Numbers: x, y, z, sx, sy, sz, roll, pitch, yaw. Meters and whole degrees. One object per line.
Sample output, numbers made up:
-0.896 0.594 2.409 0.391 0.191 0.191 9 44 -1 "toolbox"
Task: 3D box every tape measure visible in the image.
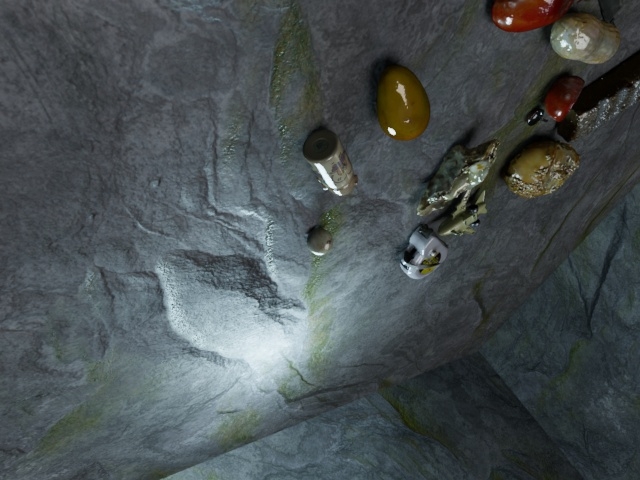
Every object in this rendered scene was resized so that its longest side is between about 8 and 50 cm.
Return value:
0.399 0.058 2.058 0.197 0.120 0.236 -49 143 9 "tape measure"

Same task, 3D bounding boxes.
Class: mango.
0.201 -0.337 1.324 0.138 0.113 0.253 -39 148 4 "mango"

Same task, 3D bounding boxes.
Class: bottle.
0.025 -0.188 1.374 0.110 0.097 0.209 -8 154 16 "bottle"

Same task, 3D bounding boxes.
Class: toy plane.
0.546 -0.087 2.017 0.244 0.092 0.229 -37 132 -20 "toy plane"

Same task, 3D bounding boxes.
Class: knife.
0.891 -0.701 1.613 0.072 0.019 0.245 -47 146 16 "knife"

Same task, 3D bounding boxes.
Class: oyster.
0.447 -0.216 1.747 0.166 0.110 0.341 -4 140 -34 "oyster"

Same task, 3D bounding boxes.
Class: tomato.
0.536 -0.601 1.273 0.200 0.139 0.233 -24 147 -32 "tomato"
0.797 -0.480 1.756 0.159 0.091 0.139 -51 169 -30 "tomato"

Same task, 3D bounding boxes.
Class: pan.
0.755 -0.428 1.843 0.115 0.023 0.068 1 133 -42 "pan"

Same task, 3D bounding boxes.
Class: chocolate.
0.771 -0.584 1.544 0.309 0.134 0.134 -4 137 -42 "chocolate"

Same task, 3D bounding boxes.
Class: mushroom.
0.000 0.000 1.639 0.085 0.085 0.079 -50 -179 23 "mushroom"

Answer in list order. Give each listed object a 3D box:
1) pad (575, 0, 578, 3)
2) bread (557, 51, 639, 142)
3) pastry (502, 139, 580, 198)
0.775 -0.712 1.377 0.267 0.004 0.181 -37 174 -34 "pad"
1.061 -0.527 1.931 0.416 0.113 0.165 -33 148 -3 "bread"
0.851 -0.265 2.018 0.310 0.162 0.255 -9 149 -35 "pastry"
